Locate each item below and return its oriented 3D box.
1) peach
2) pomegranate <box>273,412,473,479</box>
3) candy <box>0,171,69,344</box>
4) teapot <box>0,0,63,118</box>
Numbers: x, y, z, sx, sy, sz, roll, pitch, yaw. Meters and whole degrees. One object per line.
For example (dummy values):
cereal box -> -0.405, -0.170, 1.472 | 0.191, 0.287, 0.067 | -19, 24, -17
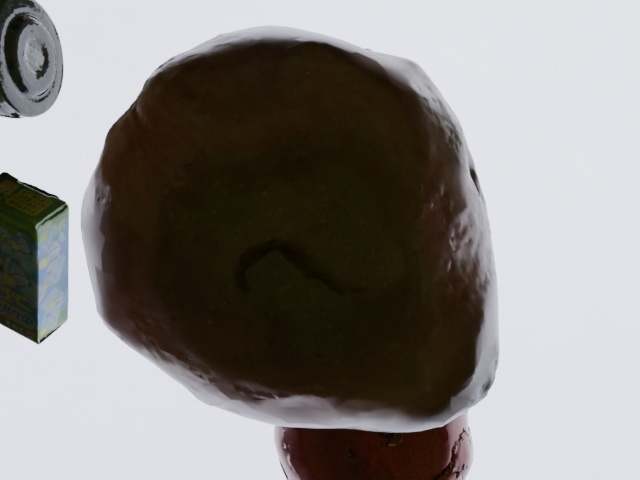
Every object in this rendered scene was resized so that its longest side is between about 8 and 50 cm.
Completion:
peach -> 0.000, 0.000, 0.457 | 0.235, 0.214, 0.214 | 40, -88, 7
pomegranate -> 0.062, 0.200, 0.882 | 0.210, 0.235, 0.210 | -9, -108, 27
candy -> -0.357, 0.024, 1.013 | 0.097, 0.062, 0.194 | 24, -51, 13
teapot -> -0.312, -0.156, 0.761 | 0.108, 0.149, 0.111 | 0, -54, 17
